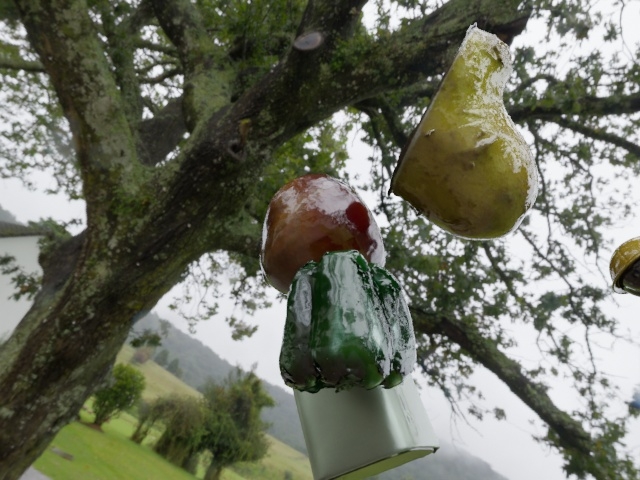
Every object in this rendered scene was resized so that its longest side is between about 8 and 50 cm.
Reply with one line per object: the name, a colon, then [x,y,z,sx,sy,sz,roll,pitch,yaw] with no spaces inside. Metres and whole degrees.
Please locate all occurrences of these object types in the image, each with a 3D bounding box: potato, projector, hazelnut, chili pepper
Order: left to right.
hazelnut: [0.000,0.000,1.169,0.360,0.358,0.409,19,-17,9]
chili pepper: [0.044,0.160,0.790,0.249,0.256,0.233,-13,-27,16]
projector: [0.099,0.398,0.973,0.248,0.249,0.249,-31,-36,17]
potato: [0.351,-0.199,0.904,0.296,0.396,0.290,31,2,9]

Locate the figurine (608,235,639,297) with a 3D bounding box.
figurine: [0.831,0.082,0.980,0.257,0.167,0.192,27,-33,41]
